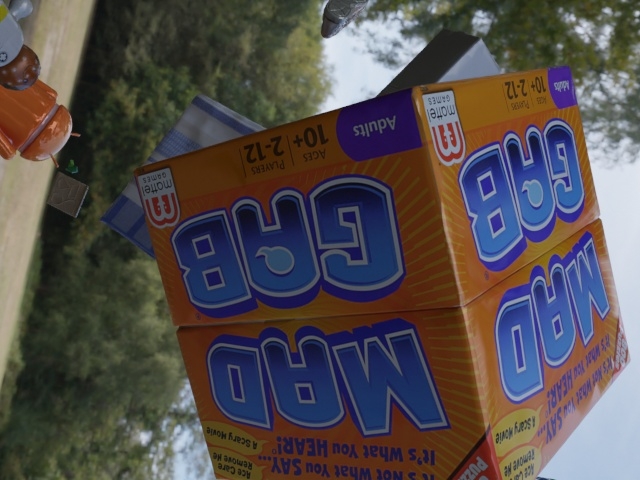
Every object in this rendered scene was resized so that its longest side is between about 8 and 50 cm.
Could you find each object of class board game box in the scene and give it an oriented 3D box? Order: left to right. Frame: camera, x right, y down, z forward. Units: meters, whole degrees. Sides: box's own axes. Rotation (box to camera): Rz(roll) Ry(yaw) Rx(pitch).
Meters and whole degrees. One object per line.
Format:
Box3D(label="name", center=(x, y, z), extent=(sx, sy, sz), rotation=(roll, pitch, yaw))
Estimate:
Box3D(label="board game box", center=(0.081, 0.033, 0.836), extent=(0.356, 0.356, 0.356), rotation=(-9, -83, 39))

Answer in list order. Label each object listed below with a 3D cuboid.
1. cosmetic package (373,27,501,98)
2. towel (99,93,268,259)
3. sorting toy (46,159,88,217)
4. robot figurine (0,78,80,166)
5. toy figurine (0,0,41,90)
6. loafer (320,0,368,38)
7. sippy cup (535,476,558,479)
Box3D(label="cosmetic package", center=(0.216, -0.291, 1.465), extent=(0.238, 0.107, 0.127), rotation=(-42, -145, -3))
Box3D(label="towel", center=(-0.210, -0.098, 1.246), extent=(0.285, 0.209, 0.034), rotation=(-54, 157, -10))
Box3D(label="sorting toy", center=(-0.407, -0.087, 1.232), extent=(0.083, 0.062, 0.012), rotation=(-64, 171, 10))
Box3D(label="robot figurine", center=(-0.549, -0.229, 1.371), extent=(0.128, 0.219, 0.158), rotation=(-47, -155, 7))
Box3D(label="toy figurine", center=(-0.390, -0.232, 0.763), extent=(0.148, 0.209, 0.213), rotation=(76, -1, -64))
Box3D(label="loafer", center=(0.028, -0.305, 1.002), extent=(0.039, 0.045, 0.125), rotation=(-60, 178, 39))
Box3D(label="sippy cup", center=(0.303, 0.462, 1.031), extent=(0.305, 0.240, 0.224), rotation=(-133, -147, -64))
